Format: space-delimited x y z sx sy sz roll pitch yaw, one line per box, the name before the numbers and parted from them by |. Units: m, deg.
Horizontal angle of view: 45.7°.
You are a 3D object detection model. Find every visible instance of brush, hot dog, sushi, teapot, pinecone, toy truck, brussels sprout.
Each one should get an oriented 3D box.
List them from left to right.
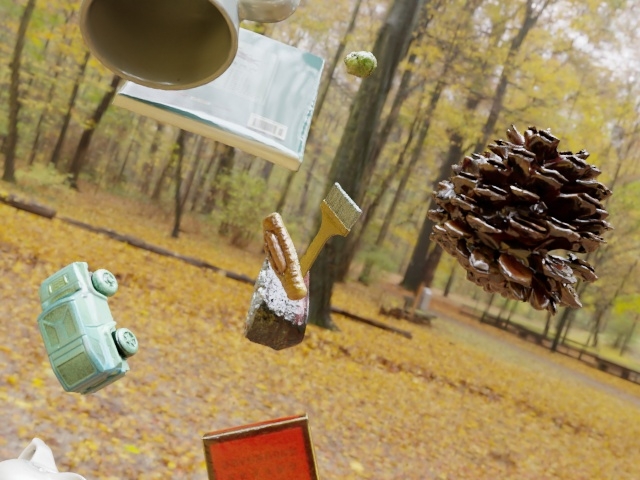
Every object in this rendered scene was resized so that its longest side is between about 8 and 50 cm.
teapot | -0.474 0.428 1.294 0.208 0.165 0.300 27 -6 -38
toy truck | -0.521 0.190 1.672 0.278 0.155 0.156 66 17 17
sushi | -0.099 0.138 1.709 0.126 0.136 0.225 14 41 -11
hot dog | -0.057 0.025 1.113 0.044 0.137 0.028 -26 -13 31
brush | 0.000 0.000 1.356 0.011 0.205 0.083 0 43 -45
brussels sprout | 0.066 -0.313 1.351 0.051 0.046 0.083 -8 15 -17
pinecone | 0.239 -0.031 0.892 0.222 0.221 0.221 19 0 0

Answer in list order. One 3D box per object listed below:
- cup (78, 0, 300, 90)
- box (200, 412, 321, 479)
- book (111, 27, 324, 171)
cup | -0.152 -0.337 0.959 0.258 0.234 0.186 1 -30 3
box | -0.069 0.374 1.057 0.153 0.239 0.074 -10 -5 -6
book | -0.131 -0.246 1.157 0.264 0.031 0.379 20 33 -6
